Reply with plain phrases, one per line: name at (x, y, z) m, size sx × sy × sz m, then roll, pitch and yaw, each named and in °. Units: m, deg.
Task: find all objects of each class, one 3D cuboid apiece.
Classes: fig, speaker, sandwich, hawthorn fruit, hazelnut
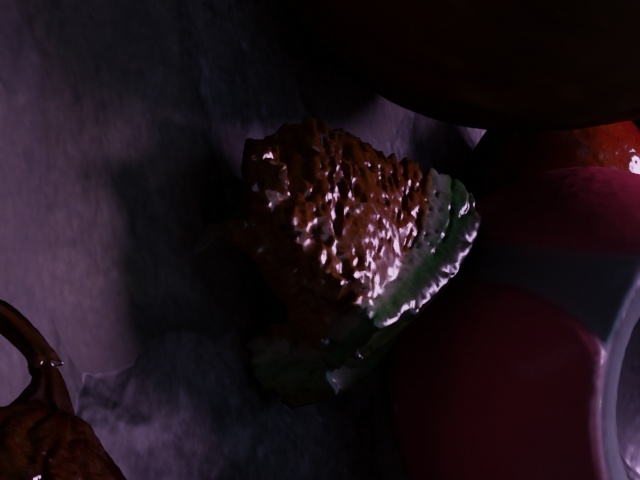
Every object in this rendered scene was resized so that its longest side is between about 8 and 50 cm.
fig at (-0.126, 0.110, 0.724) m, size 0.201 × 0.134 × 0.146 m, roll -77°, pitch 156°, yaw -50°
speaker at (0.181, 0.103, 1.148) m, size 0.294 × 0.294 × 0.294 m, roll 26°, pitch 60°, yaw -58°
sandwich at (0.004, -0.004, 1.029) m, size 0.160 × 0.109 × 0.185 m, roll 52°, pitch 37°, yaw -11°
hawthorn fruit at (0.188, -0.036, 1.315) m, size 0.188 × 0.169 × 0.169 m, roll 59°, pitch 35°, yaw -42°
hazelnut at (0.151, -0.211, 1.116) m, size 0.372 × 0.372 × 0.315 m, roll -41°, pitch 149°, yaw -58°

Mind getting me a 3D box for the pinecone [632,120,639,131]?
pinecone at (0.357, -0.083, 1.572) m, size 0.264 × 0.264 × 0.264 m, roll 26°, pitch 60°, yaw -58°
